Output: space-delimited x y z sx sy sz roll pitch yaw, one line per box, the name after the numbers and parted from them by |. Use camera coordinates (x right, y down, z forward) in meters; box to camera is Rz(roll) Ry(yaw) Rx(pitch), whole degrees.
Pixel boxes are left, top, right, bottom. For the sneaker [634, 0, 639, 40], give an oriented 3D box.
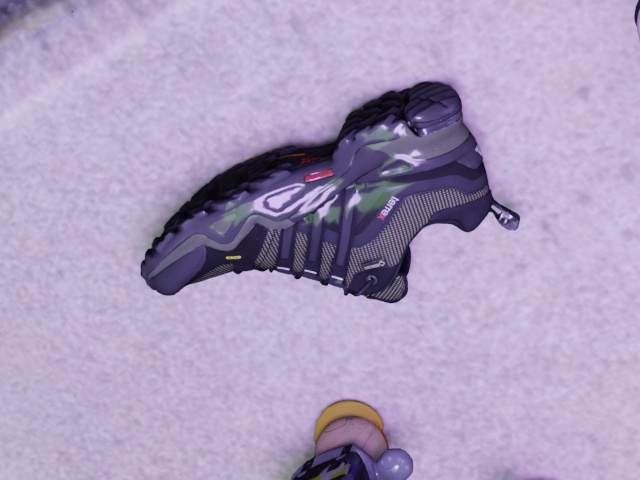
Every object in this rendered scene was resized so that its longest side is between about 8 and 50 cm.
0.355 -0.073 0.934 0.447 0.257 0.169 9 130 -25 | sneaker

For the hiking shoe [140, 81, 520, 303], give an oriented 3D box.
0.000 0.000 1.128 0.227 0.086 0.114 -24 105 22 | hiking shoe

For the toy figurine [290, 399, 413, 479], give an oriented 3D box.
0.057 0.227 1.202 0.213 0.148 0.209 17 113 7 | toy figurine
